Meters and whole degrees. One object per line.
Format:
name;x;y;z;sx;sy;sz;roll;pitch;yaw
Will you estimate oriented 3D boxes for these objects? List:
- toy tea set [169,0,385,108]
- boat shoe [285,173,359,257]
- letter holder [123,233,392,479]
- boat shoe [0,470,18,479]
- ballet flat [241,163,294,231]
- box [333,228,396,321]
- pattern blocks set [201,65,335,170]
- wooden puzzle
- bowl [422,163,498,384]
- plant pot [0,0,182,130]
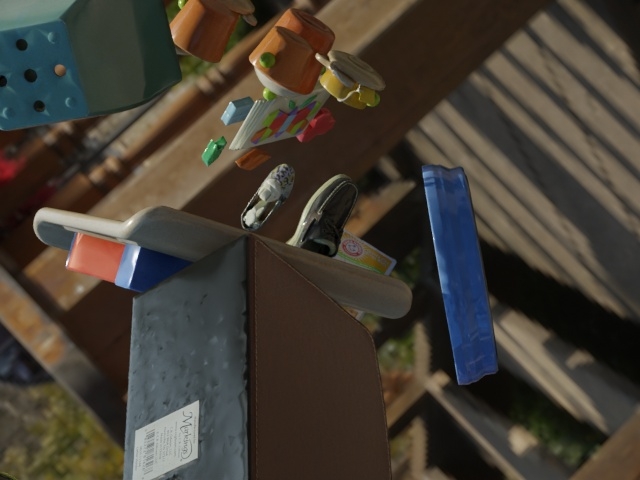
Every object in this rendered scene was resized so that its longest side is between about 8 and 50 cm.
toy tea set;-0.086;-0.230;1.820;0.336;0.124;0.200;16;-155;-40
boat shoe;-0.001;0.000;2.254;0.080;0.223;0.073;41;171;-39
letter holder;-0.052;0.187;1.308;0.214;0.152;0.302;38;-145;-38
boat shoe;-0.515;0.411;2.260;0.305;0.109;0.091;31;-158;-51
ballet flat;-0.073;-0.053;1.921;0.041;0.114;0.041;25;-147;-17
box;0.026;0.093;2.382;0.114;0.203;0.103;33;135;4
pattern blocks set;-0.064;-0.218;2.514;0.026;0.325;0.285;52;145;17
wooden puzzle;-0.120;0.042;1.544;0.322;0.080;0.348;18;171;-27
bowl;0.246;0.055;2.501;0.391;0.077;0.391;-10;-90;-85
plant pot;-0.276;-0.207;1.563;0.234;0.165;0.165;-66;-35;-66
